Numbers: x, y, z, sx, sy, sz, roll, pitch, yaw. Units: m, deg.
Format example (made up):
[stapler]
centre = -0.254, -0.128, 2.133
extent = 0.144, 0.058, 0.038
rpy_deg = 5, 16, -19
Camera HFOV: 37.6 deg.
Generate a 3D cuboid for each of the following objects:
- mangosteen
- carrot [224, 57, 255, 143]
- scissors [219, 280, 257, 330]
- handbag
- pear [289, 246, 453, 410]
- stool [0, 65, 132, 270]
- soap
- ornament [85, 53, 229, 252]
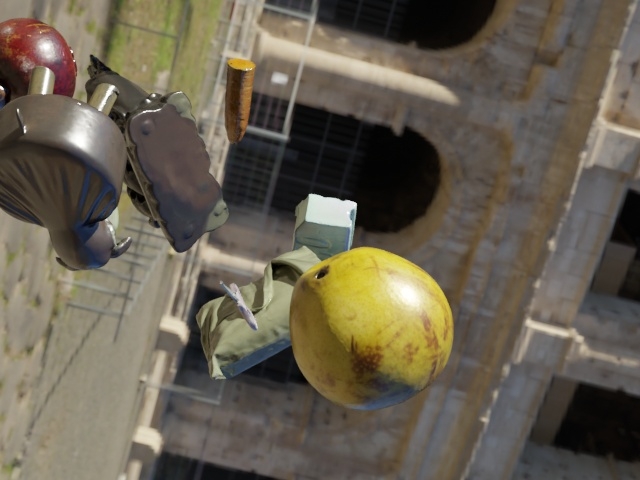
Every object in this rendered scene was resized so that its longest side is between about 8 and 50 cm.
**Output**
[mangosteen]
centre = -0.634, -0.346, 1.934
extent = 0.215, 0.257, 0.215
rpy_deg = 42, -40, 48
[carrot]
centre = -0.132, -0.217, 1.502
extent = 0.048, 0.048, 0.139
rpy_deg = -84, -179, -65
[scissors]
centre = -0.152, 0.100, 1.666
extent = 0.100, 0.015, 0.189
rpy_deg = 60, -2, 22
[handbag]
centre = -0.106, 0.138, 1.911
extent = 0.109, 0.315, 0.253
rpy_deg = 59, -1, -28
[pear]
centre = 0.080, 0.144, 1.562
extent = 0.281, 0.280, 0.281
rpy_deg = -166, -90, -86
[stool]
centre = -0.235, -0.063, 0.883
extent = 0.217, 0.125, 0.121
rpy_deg = 74, 13, -47
[soap]
centre = 0.000, 0.000, 2.189
extent = 0.230, 0.145, 0.091
rpy_deg = 95, 7, -52
[ornament]
centre = -0.261, -0.129, 1.329
extent = 0.260, 0.106, 0.251
rpy_deg = 26, -39, 47
